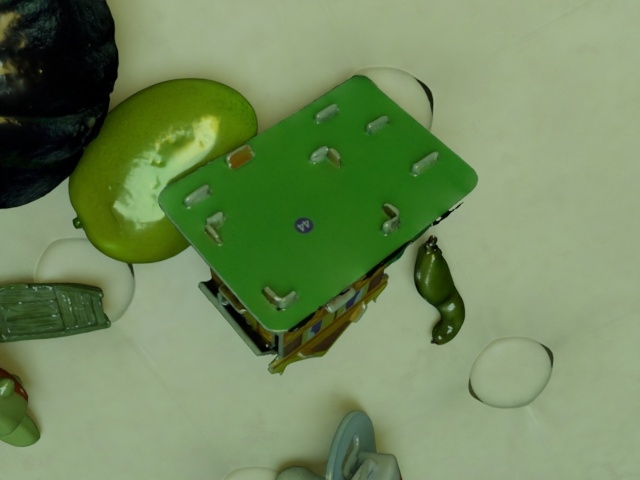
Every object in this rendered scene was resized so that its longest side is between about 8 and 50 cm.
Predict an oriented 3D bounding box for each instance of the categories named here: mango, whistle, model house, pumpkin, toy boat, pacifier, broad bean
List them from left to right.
[{"bbox_3d":[-0.403,-0.203,0.726,0.363,0.266,0.363,2,112,5],"label":"pumpkin"},{"bbox_3d":[-0.503,0.231,0.980,0.131,0.106,0.288,-16,140,2],"label":"whistle"},{"bbox_3d":[-0.455,0.105,0.975,0.293,0.055,0.093,-6,114,-4],"label":"toy boat"},{"bbox_3d":[-0.210,-0.097,0.866,0.185,0.149,0.273,31,101,-8],"label":"mango"},{"bbox_3d":[0.000,0.000,0.912,0.358,0.313,0.242,-38,71,-22],"label":"model house"},{"bbox_3d":[0.021,0.430,1.094,0.233,0.244,0.299,-4,115,29],"label":"pacifier"},{"bbox_3d":[0.179,0.076,1.019,0.070,0.048,0.213,-27,125,-14],"label":"broad bean"}]
